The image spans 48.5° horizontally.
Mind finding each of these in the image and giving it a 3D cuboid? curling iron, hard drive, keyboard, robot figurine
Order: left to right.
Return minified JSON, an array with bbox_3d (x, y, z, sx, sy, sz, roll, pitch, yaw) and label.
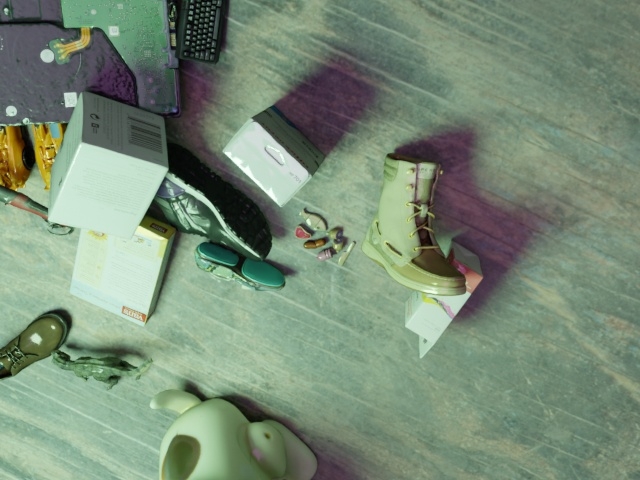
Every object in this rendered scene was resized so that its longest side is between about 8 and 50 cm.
[{"bbox_3d":[-0.584,-0.072,1.347,0.068,0.035,0.274,-19,146,35],"label":"curling iron"},{"bbox_3d":[-0.563,-0.238,1.343,0.210,0.085,0.291,-3,107,8],"label":"robot figurine"},{"bbox_3d":[-0.422,-0.328,1.252,0.338,0.064,0.237,-5,108,-9],"label":"hard drive"},{"bbox_3d":[-0.216,-0.404,1.235,0.108,0.023,0.180,4,103,-24],"label":"keyboard"}]

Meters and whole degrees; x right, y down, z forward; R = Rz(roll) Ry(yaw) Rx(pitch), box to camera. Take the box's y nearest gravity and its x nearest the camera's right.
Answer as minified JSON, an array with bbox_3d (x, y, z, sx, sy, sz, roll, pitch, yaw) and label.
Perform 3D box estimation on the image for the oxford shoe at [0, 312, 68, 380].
[{"bbox_3d":[-0.624,0.236,1.501,0.227,0.096,0.083,-38,97,16],"label":"oxford shoe"}]

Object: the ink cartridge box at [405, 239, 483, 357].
[{"bbox_3d":[0.215,0.109,1.320,0.067,0.115,0.198,31,109,-3],"label":"ink cartridge box"}]

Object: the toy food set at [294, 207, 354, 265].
[{"bbox_3d":[0.000,0.000,1.368,0.122,0.019,0.078,29,110,-1],"label":"toy food set"}]

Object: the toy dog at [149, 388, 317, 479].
[{"bbox_3d":[-0.206,0.494,1.353,0.284,0.408,0.396,-24,103,15],"label":"toy dog"}]

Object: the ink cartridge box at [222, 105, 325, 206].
[{"bbox_3d":[-0.075,-0.152,1.240,0.139,0.191,0.082,44,108,-6],"label":"ink cartridge box"}]

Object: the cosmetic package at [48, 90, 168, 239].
[{"bbox_3d":[-0.372,-0.127,1.242,0.151,0.151,0.184,15,128,-30],"label":"cosmetic package"}]

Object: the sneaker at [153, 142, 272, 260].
[{"bbox_3d":[-0.220,-0.052,1.359,0.283,0.107,0.124,43,127,-5],"label":"sneaker"}]

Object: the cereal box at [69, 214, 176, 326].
[{"bbox_3d":[-0.393,0.043,1.400,0.173,0.047,0.240,25,125,1],"label":"cereal box"}]

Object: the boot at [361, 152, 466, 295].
[{"bbox_3d":[0.174,-0.033,1.226,0.095,0.262,0.204,3,109,-28],"label":"boot"}]

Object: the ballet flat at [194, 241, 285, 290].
[{"bbox_3d":[-0.160,0.061,1.398,0.188,0.070,0.070,25,110,2],"label":"ballet flat"}]

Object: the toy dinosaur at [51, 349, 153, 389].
[{"bbox_3d":[-0.434,0.268,1.473,0.268,0.118,0.064,-2,65,22],"label":"toy dinosaur"}]
